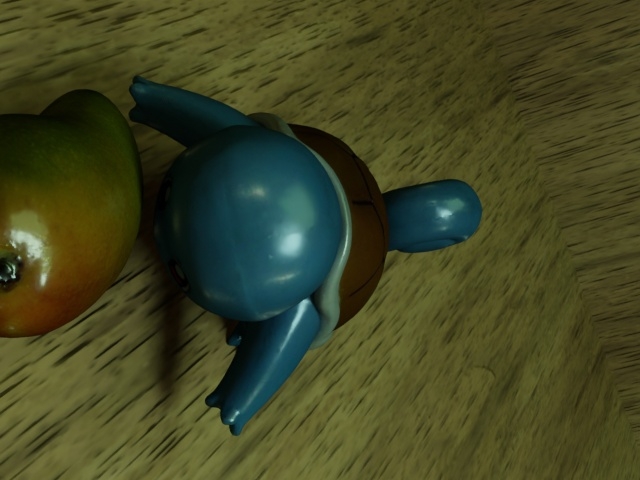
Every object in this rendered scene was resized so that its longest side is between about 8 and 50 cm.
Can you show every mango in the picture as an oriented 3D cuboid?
[{"bbox_3d":[-0.190,-0.020,0.909,0.146,0.129,0.289,53,18,-2],"label":"mango"}]

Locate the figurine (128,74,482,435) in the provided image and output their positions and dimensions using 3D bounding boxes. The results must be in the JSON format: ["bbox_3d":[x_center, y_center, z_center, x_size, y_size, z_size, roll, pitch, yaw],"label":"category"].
[{"bbox_3d":[-0.031,0.005,1.122,0.416,0.243,0.298,-1,84,-63],"label":"figurine"}]
